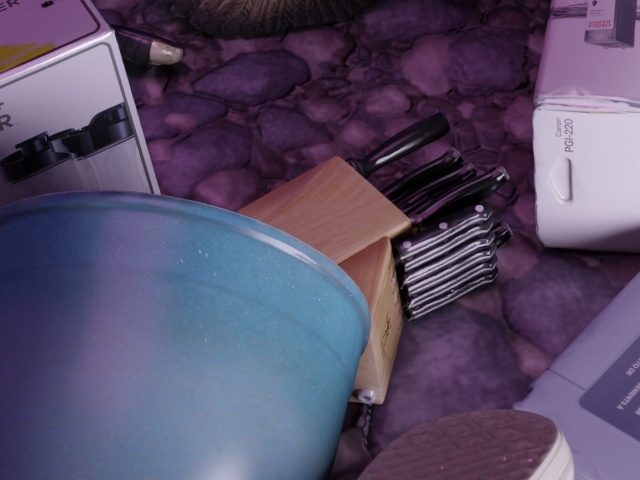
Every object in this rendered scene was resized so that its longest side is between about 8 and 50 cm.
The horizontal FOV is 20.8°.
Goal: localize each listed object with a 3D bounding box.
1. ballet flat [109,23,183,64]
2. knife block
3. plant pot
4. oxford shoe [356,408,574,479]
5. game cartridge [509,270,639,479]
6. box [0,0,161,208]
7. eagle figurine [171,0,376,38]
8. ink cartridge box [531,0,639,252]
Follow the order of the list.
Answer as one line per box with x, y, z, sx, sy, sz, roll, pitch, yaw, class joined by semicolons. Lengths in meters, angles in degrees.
-0.202;-0.167;1.537;0.173;0.057;0.049;6;89;17;ballet flat
0.000;0.000;1.304;0.275;0.088;0.242;3;47;13;knife block
-0.117;0.146;1.083;0.271;0.272;0.255;2;60;12;plant pot
0.024;0.236;0.957;0.169;0.130;0.449;3;21;32;oxford shoe
0.283;0.092;1.191;0.198;0.062;0.297;33;60;29;game cartridge
-0.204;-0.030;1.229;0.169;0.290;0.087;-25;47;-14;box
-0.001;-0.302;1.513;0.298;0.226;0.225;-15;7;-26;eagle figurine
0.219;-0.121;1.328;0.092;0.159;0.218;5;49;14;ink cartridge box
